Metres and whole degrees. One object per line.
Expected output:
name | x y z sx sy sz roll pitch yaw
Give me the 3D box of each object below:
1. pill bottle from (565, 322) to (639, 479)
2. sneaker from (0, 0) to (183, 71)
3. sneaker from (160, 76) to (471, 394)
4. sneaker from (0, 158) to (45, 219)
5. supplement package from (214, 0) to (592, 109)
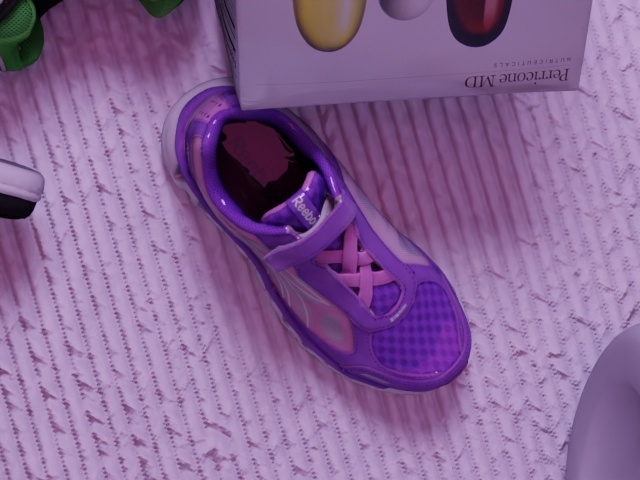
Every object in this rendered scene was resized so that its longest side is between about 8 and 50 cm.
pill bottle | 0.327 0.156 0.713 0.334 0.188 0.187 8 87 -7
sneaker | -0.230 -0.160 0.681 0.344 0.134 0.146 -13 91 -8
sneaker | 0.000 0.000 0.720 0.095 0.104 0.236 -44 95 -8
sneaker | -0.271 -0.003 0.705 0.217 0.079 0.121 10 90 2
supplement package | 0.040 -0.196 0.662 0.194 0.149 0.203 -5 126 -8
